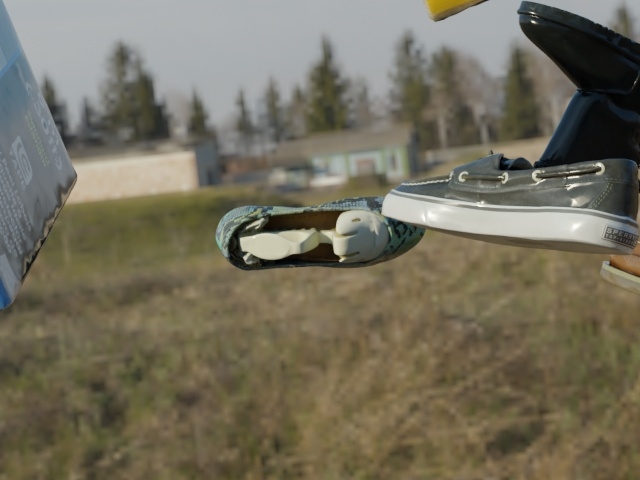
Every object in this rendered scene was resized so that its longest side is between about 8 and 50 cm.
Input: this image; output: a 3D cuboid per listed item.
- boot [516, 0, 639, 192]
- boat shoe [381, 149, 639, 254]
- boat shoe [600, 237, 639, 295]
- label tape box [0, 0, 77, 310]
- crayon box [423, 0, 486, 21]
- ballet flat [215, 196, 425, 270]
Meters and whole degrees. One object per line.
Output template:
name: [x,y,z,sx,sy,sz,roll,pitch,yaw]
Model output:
boot: [0.163,-0.086,1.052,0.121,0.099,0.045,22,4,-16]
boat shoe: [0.086,-0.019,0.753,0.049,0.040,0.142,14,-5,-43]
boat shoe: [0.372,0.020,1.344,0.307,0.104,0.111,13,7,37]
label tape box: [-0.233,-0.114,0.914,0.115,0.249,0.347,-19,17,8]
crayon box: [0.148,-0.212,0.456,0.323,0.203,0.083,-19,14,7]
ballet flat: [0.000,0.000,1.481,0.188,0.070,0.070,-6,2,5]
